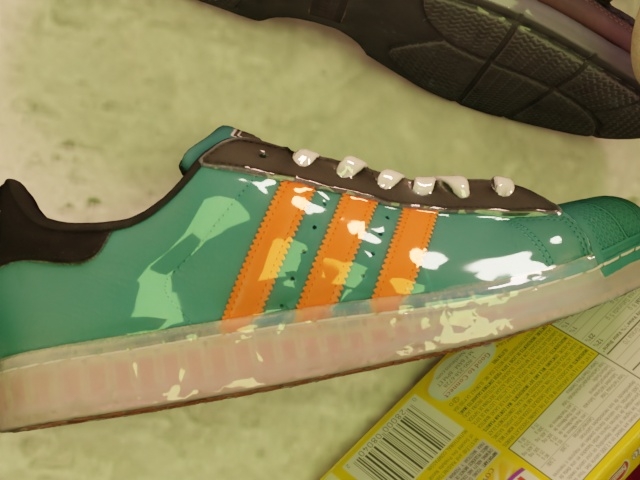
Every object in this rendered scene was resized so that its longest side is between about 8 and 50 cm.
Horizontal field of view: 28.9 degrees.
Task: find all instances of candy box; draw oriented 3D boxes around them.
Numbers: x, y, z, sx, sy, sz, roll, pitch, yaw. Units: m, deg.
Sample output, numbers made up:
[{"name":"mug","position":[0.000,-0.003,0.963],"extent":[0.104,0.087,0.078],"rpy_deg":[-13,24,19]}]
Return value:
[{"name":"candy box","position":[0.099,0.081,0.582],"extent":[0.206,0.105,0.027],"rpy_deg":[-42,139,-15]}]

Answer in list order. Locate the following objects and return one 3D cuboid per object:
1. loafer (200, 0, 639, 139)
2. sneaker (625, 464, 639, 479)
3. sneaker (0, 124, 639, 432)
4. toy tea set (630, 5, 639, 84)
[{"name":"loafer","position":[0.041,-0.138,0.587],"extent":[0.303,0.109,0.095],"rpy_deg":[19,74,-10]},{"name":"sneaker","position":[0.202,0.168,0.584],"extent":[0.178,0.124,0.295],"rpy_deg":[20,82,-9]},{"name":"sneaker","position":[0.000,0.000,0.545],"extent":[0.302,0.108,0.121],"rpy_deg":[-10,82,-7]},{"name":"toy tea set","position":[0.253,-0.088,0.542],"extent":[0.200,0.124,0.336],"rpy_deg":[-49,141,1]}]
